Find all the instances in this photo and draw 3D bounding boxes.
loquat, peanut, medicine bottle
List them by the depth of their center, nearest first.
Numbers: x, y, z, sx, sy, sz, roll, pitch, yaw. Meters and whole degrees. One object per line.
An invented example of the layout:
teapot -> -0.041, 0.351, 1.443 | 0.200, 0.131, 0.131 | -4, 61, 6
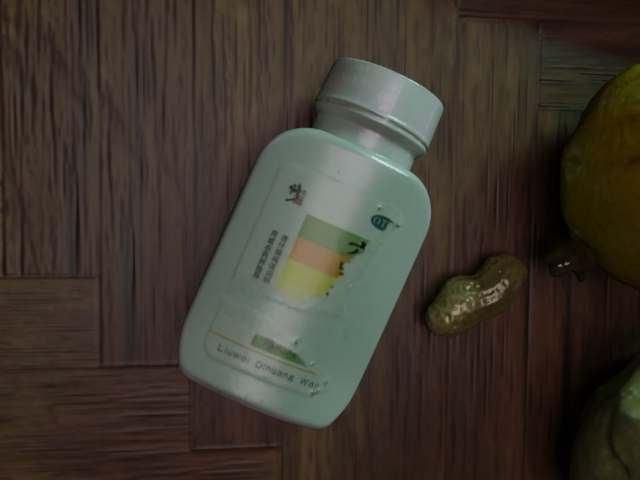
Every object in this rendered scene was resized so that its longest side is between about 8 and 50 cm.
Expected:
loquat -> 0.304, -0.045, 0.559 | 0.246, 0.213, 0.213 | -38, 98, 20
medicine bottle -> 0.000, 0.000, 0.559 | 0.161, 0.111, 0.296 | 26, 89, -8
peanut -> 0.148, 0.052, 0.613 | 0.113, 0.054, 0.054 | -32, 97, -7

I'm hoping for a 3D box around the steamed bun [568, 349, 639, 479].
steamed bun -> 0.435, 0.222, 0.577 | 0.372, 0.230, 0.325 | 44, 90, -10
